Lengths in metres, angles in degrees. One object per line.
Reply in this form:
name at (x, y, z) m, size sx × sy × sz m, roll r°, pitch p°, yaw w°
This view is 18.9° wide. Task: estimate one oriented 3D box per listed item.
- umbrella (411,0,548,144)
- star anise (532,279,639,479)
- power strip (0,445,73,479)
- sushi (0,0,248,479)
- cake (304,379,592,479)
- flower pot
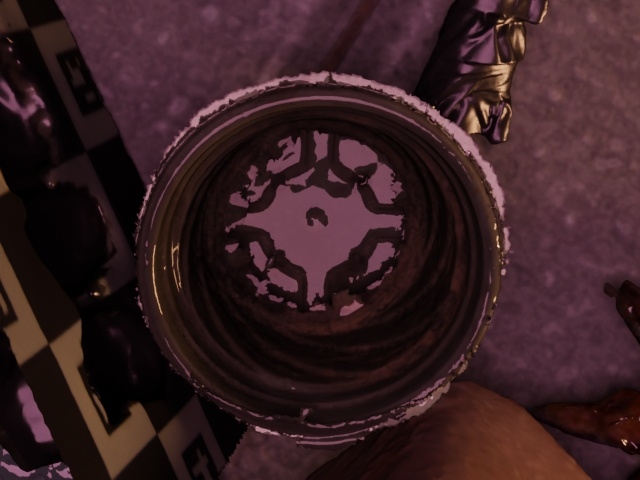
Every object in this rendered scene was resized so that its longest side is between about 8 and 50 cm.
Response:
umbrella at (0.117, -0.181, 1.233) m, size 0.066 × 0.059 × 0.236 m, roll 10°, pitch 103°, yaw -20°
star anise at (0.278, 0.133, 1.272) m, size 0.272 × 0.102 × 0.272 m, roll 1°, pitch 103°, yaw 3°
power strip at (-0.165, 0.167, 1.307) m, size 0.216 × 0.044 × 0.137 m, roll -41°, pitch 98°, yaw 8°
sushi at (-0.191, 0.013, 1.159) m, size 0.100 × 0.296 × 0.373 m, roll -22°, pitch 99°, yaw 16°
cake at (0.087, 0.280, 1.216) m, size 0.309 × 0.230 × 0.237 m, roll 45°, pitch 122°, yaw -10°
flower pot at (0.000, 0.000, 1.226) m, size 0.235 × 0.140 × 0.236 m, roll 0°, pitch 103°, yaw 1°
